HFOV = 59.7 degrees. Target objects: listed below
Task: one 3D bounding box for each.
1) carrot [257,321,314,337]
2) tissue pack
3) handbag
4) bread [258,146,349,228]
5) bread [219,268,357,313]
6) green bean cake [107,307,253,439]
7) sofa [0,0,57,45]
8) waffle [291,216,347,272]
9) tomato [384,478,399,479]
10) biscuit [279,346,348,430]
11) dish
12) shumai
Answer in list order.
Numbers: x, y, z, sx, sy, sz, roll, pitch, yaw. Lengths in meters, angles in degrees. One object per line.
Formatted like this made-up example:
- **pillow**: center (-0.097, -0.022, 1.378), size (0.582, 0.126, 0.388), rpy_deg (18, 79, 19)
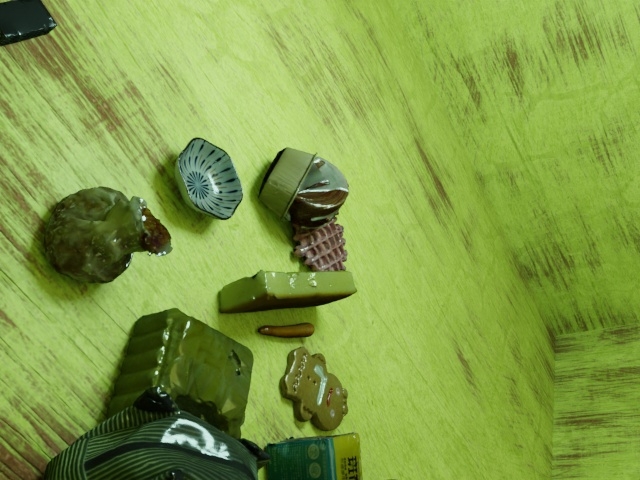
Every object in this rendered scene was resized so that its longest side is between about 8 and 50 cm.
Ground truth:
- **carrot**: center (-0.080, 0.217, 1.341), size (0.190, 0.037, 0.037), rpy_deg (9, 68, -52)
- **tissue pack**: center (-0.004, 0.546, 1.158), size (0.134, 0.192, 0.271), rpy_deg (18, 62, -49)
- **handbag**: center (-0.220, 0.400, 0.829), size (0.340, 0.240, 0.247), rpy_deg (43, 11, -29)
- **bread**: center (-0.036, -0.137, 1.436), size (0.211, 0.142, 0.224), rpy_deg (25, 46, -3)
- **bread**: center (-0.067, 0.118, 1.313), size (0.361, 0.138, 0.077), rpy_deg (4, 70, -55)
- **green bean cake**: center (-0.238, 0.262, 1.011), size (0.236, 0.124, 0.233), rpy_deg (41, 45, -39)
- **sofa**: center (-0.528, -0.383, 0.973), size (0.060, 0.039, 0.118), rpy_deg (62, 34, -17)
- **waffle**: center (0.000, 0.000, 1.541), size (0.234, 0.055, 0.221), rpy_deg (37, 45, -38)
- **tomato**: center (0.181, 0.704, 1.399), size (0.195, 0.136, 0.195), rpy_deg (32, 48, -43)
- **biscuit**: center (-0.006, 0.373, 1.375), size (0.249, 0.035, 0.184), rpy_deg (52, 39, -29)
- **dish**: center (-0.257, -0.125, 1.220), size (0.190, 0.066, 0.191), rpy_deg (32, 48, -45)
- **shumai**: center (-0.355, -0.021, 0.961), size (0.161, 0.153, 0.209), rpy_deg (67, 30, -21)
